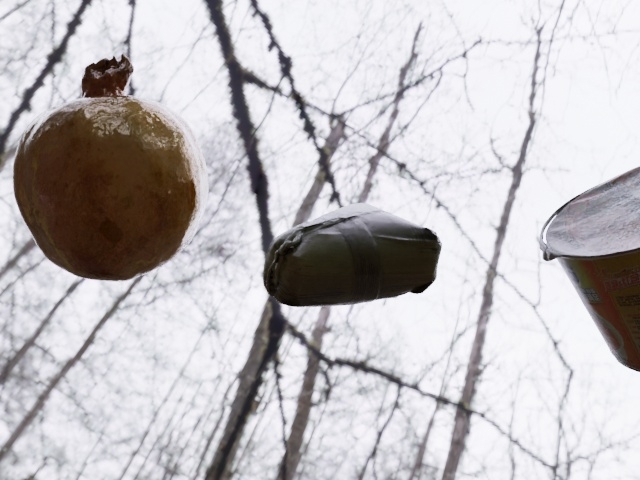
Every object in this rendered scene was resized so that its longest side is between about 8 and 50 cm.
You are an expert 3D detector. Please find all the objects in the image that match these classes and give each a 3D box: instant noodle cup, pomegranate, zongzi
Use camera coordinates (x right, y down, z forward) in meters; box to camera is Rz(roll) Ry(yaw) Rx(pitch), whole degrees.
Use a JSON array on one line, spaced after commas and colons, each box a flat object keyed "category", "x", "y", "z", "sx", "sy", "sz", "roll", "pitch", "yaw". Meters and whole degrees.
[{"category": "instant noodle cup", "x": 0.484, "y": 0.036, "z": 1.150, "sx": 0.296, "sy": 0.296, "sz": 0.214, "roll": -18, "pitch": -72, "yaw": 34}, {"category": "pomegranate", "x": -0.218, "y": -0.058, "z": 0.852, "sx": 0.207, "sy": 0.207, "sz": 0.207, "roll": 12, "pitch": -47, "yaw": 13}, {"category": "zongzi", "x": 0.000, "y": 0.000, "z": 0.491, "sx": 0.104, "sy": 0.113, "sz": 0.052, "roll": -1, "pitch": -69, "yaw": -28}]
